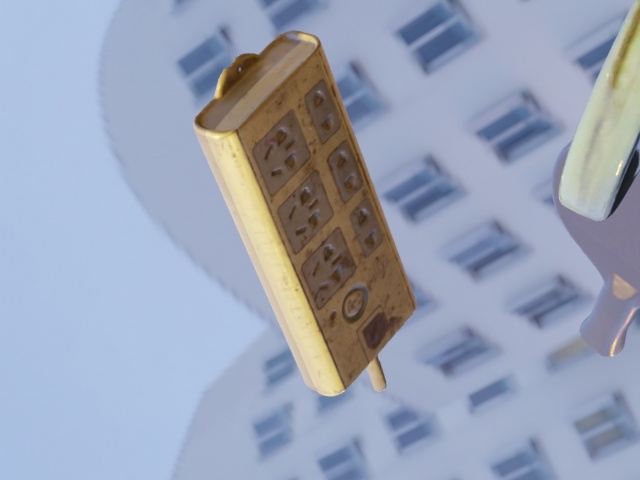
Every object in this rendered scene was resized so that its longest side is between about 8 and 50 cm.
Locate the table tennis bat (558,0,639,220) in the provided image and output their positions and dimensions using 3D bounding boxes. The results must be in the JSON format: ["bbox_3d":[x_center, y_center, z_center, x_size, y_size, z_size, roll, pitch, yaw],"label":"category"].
[{"bbox_3d":[0.100,-0.082,0.465,0.040,0.153,0.244,27,175,10],"label":"table tennis bat"}]

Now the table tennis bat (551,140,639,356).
[{"bbox_3d":[0.200,0.014,1.189,0.150,0.236,0.027,38,-113,14],"label":"table tennis bat"}]

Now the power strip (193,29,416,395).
[{"bbox_3d":[0.000,0.000,1.125,0.092,0.034,0.268,-47,-44,-27],"label":"power strip"}]
